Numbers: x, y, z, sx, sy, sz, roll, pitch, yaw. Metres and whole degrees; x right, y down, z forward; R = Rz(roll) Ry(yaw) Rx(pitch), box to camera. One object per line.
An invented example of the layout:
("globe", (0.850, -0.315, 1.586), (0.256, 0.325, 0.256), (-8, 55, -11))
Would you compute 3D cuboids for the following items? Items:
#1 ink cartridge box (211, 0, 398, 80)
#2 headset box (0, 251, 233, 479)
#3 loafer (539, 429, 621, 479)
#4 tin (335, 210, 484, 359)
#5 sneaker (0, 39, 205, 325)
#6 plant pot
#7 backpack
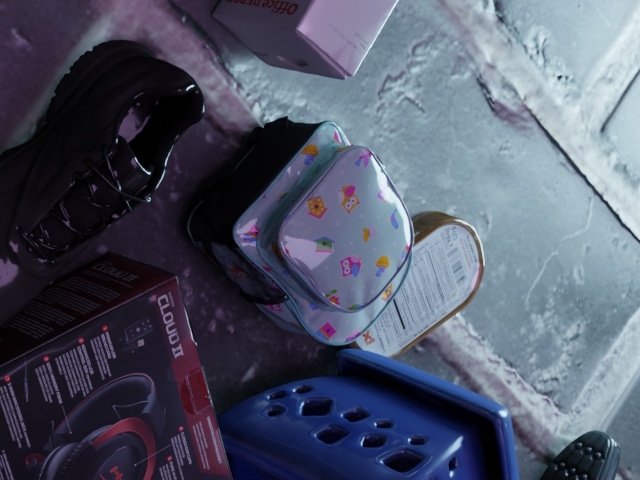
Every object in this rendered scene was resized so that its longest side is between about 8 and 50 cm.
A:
("ink cartridge box", (0.012, -0.247, 1.720), (0.082, 0.139, 0.191), (40, 76, -36))
("headset box", (-0.215, 0.160, 1.661), (0.293, 0.110, 0.218), (-28, 118, -30))
("loafer", (0.262, 0.310, 2.102), (0.078, 0.076, 0.223), (31, 86, -44))
("tin", (0.086, 0.045, 1.920), (0.189, 0.040, 0.106), (-35, 116, -27))
("sneaker", (-0.205, -0.045, 1.607), (0.109, 0.130, 0.286), (44, 75, -39))
("plant pot", (0.056, 0.245, 1.813), (0.212, 0.236, 0.236), (-35, 129, -34))
("backpack", (0.000, 0.000, 1.774), (0.166, 0.144, 0.188), (-52, 130, -23))
